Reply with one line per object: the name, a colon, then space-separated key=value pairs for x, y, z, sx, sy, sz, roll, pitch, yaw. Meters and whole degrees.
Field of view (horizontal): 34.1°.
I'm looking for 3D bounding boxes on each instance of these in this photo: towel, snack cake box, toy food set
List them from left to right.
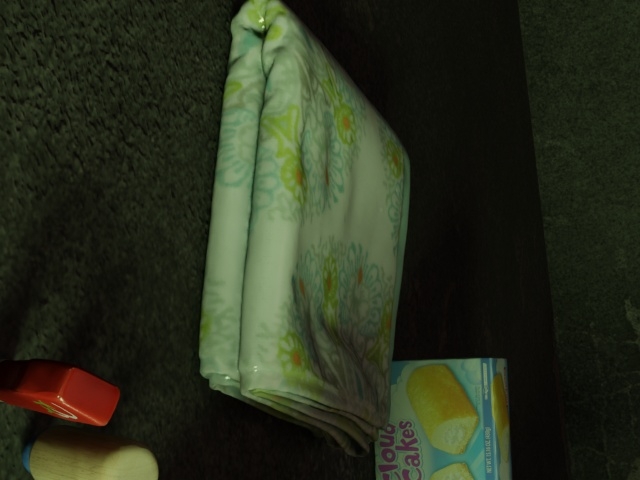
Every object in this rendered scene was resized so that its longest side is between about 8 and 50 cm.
toy food set: x=-0.181 y=0.115 z=0.564 sx=0.232 sy=0.104 sz=0.111 roll=36 pitch=65 yaw=-41
towel: x=0.000 y=0.000 z=1.013 sx=0.320 sy=0.090 sz=0.375 roll=43 pitch=46 yaw=-61
snack cake box: x=0.147 y=0.274 z=1.250 sx=0.089 sy=0.152 sz=0.265 roll=16 pitch=70 yaw=-67
